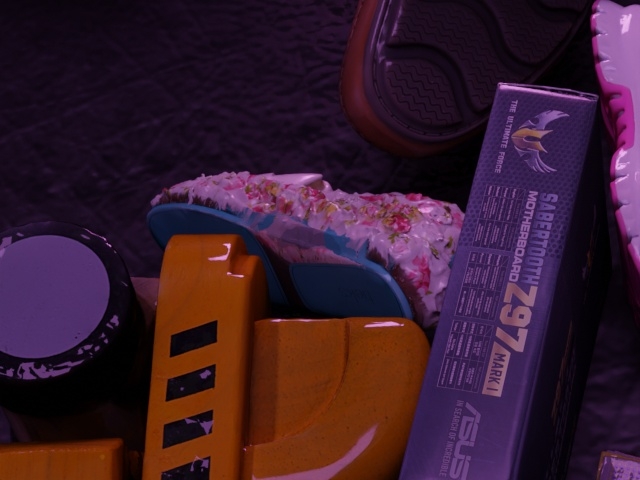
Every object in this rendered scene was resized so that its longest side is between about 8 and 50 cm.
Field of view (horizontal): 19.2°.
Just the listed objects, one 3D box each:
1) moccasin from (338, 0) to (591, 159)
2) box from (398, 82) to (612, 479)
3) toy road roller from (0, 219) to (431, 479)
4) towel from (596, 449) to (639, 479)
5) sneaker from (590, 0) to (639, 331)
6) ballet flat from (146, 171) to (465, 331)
[{"bbox_3d":[0.091,-0.205,1.158,0.147,0.139,0.380,-26,40,50],"label":"moccasin"},{"bbox_3d":[0.101,0.064,0.980,0.059,0.183,0.233,8,63,16],"label":"box"},{"bbox_3d":[-0.061,0.151,0.957,0.240,0.202,0.329,-1,59,5],"label":"toy road roller"},{"bbox_3d":[0.185,0.148,1.017,0.083,0.009,0.060,13,64,18],"label":"towel"},{"bbox_3d":[0.218,-0.036,1.058,0.111,0.103,0.252,-8,61,9],"label":"sneaker"},{"bbox_3d":[0.000,0.000,1.071,0.077,0.091,0.241,-41,36,-27],"label":"ballet flat"}]
